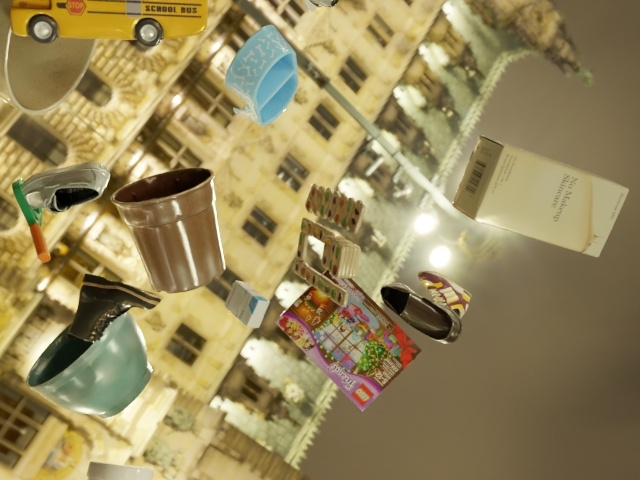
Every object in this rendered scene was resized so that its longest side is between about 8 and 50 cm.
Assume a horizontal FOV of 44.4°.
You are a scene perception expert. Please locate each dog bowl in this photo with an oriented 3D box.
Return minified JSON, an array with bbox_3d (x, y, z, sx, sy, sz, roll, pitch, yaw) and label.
[{"bbox_3d":[-0.121,-0.354,1.739,0.166,0.074,0.297,-49,171,-9],"label":"dog bowl"}]

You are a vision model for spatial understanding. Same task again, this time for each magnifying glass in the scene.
[{"bbox_3d":[-0.602,-0.043,1.644,0.026,0.092,0.231,-27,-128,-3],"label":"magnifying glass"}]

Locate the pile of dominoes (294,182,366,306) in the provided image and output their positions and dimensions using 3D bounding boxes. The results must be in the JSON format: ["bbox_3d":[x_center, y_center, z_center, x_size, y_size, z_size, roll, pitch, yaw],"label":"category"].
[{"bbox_3d":[0.000,0.000,1.464,0.251,0.040,0.196,29,-66,61],"label":"pile of dominoes"}]

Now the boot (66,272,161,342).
[{"bbox_3d":[-0.411,0.151,1.558,0.197,0.077,0.137,9,-103,36],"label":"boot"}]

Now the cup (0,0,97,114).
[{"bbox_3d":[-0.629,-0.452,1.579,0.331,0.236,0.331,24,90,-83],"label":"cup"}]

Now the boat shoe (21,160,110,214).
[{"bbox_3d":[-0.546,-0.100,1.642,0.227,0.079,0.081,-14,-131,21],"label":"boat shoe"}]

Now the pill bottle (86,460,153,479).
[{"bbox_3d":[-0.425,0.592,1.568,0.162,0.162,0.279,-14,-117,50],"label":"pill bottle"}]

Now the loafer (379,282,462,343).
[{"bbox_3d":[0.210,0.160,1.721,0.220,0.078,0.080,27,-81,39],"label":"loafer"}]

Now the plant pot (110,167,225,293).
[{"bbox_3d":[-0.233,-0.014,1.263,0.166,0.165,0.167,-10,-159,4],"label":"plant pot"}]

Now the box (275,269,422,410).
[{"bbox_3d":[0.065,0.223,1.834,0.201,0.293,0.057,-45,179,-3],"label":"box"}]

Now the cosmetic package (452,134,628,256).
[{"bbox_3d":[0.441,-0.087,1.580,0.113,0.309,0.160,-128,-125,-66],"label":"cosmetic package"}]

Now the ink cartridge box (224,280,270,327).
[{"bbox_3d":[-0.213,0.183,2.259,0.122,0.052,0.089,35,-74,40],"label":"ink cartridge box"}]

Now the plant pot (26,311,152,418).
[{"bbox_3d":[-0.541,0.311,1.927,0.293,0.196,0.293,-32,-158,15],"label":"plant pot"}]

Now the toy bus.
[{"bbox_3d":[-0.369,-0.416,1.389,0.108,0.332,0.130,-118,-151,-68],"label":"toy bus"}]

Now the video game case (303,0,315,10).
[{"bbox_3d":[0.013,-0.590,1.688,0.157,0.143,0.019,-34,-125,1],"label":"video game case"}]

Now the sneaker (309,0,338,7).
[{"bbox_3d":[-0.008,-0.485,1.479,0.086,0.132,0.229,-47,-151,17],"label":"sneaker"}]

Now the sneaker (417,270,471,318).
[{"bbox_3d":[0.339,0.151,2.177,0.069,0.185,0.084,-12,-129,63],"label":"sneaker"}]
